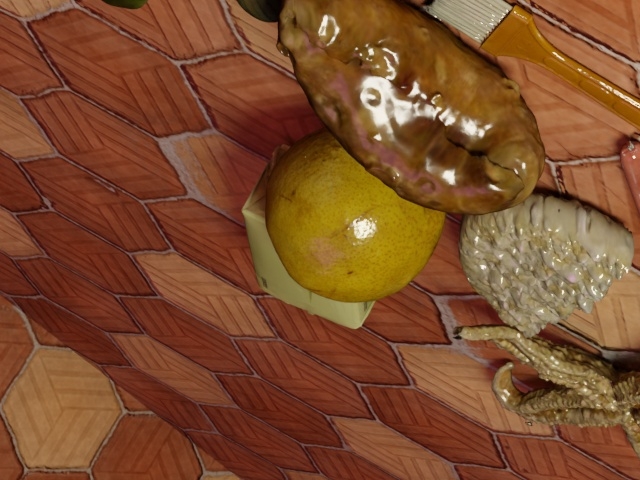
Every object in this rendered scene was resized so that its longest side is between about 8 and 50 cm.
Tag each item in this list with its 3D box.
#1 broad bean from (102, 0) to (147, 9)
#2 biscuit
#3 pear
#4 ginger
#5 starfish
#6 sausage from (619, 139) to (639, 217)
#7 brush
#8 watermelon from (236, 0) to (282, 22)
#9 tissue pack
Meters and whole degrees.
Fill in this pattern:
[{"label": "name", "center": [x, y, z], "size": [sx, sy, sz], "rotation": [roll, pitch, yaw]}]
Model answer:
[{"label": "broad bean", "center": [-0.240, -0.314, 1.813], "size": [0.153, 0.072, 0.207], "rotation": [46, 155, -21]}, {"label": "biscuit", "center": [0.244, 0.011, 1.904], "size": [0.179, 0.084, 0.281], "rotation": [37, 156, -6]}, {"label": "pear", "center": [0.045, -0.035, 1.899], "size": [0.209, 0.209, 0.209], "rotation": [26, 158, 11]}, {"label": "ginger", "center": [0.080, -0.144, 1.653], "size": [0.321, 0.165, 0.172], "rotation": [36, 179, -15]}, {"label": "starfish", "center": [0.337, 0.181, 2.140], "size": [0.324, 0.082, 0.432], "rotation": [22, 166, 17]}, {"label": "sausage", "center": [0.345, -0.038, 1.734], "size": [0.029, 0.029, 0.223], "rotation": [16, 155, 32]}, {"label": "brush", "center": [0.249, -0.160, 1.610], "size": [0.314, 0.017, 0.090], "rotation": [31, 158, -5]}, {"label": "watermelon", "center": [-0.057, -0.269, 1.676], "size": [0.078, 0.078, 0.110], "rotation": [18, 154, 28]}, {"label": "tissue pack", "center": [0.000, 0.000, 2.126], "size": [0.159, 0.125, 0.234], "rotation": [24, 158, 14]}]
